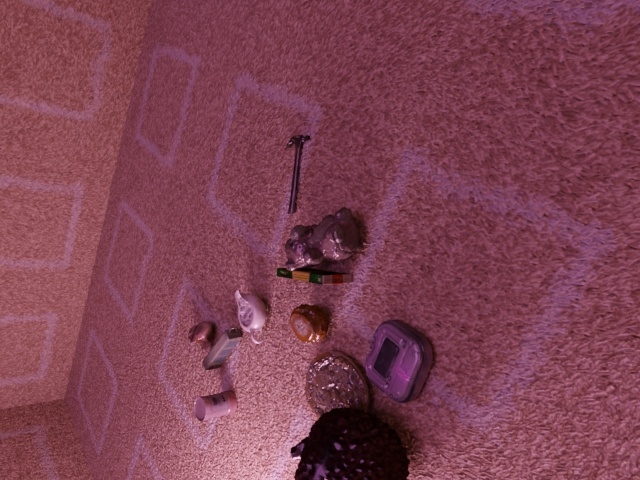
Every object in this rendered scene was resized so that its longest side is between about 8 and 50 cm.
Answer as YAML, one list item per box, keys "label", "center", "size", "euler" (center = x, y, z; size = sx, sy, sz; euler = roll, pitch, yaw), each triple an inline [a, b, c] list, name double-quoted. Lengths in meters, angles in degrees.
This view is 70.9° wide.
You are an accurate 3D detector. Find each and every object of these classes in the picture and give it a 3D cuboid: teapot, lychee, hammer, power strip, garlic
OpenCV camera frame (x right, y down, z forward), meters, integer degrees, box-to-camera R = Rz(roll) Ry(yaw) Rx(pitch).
- label: "teapot"
  center: [-0.264, 0.295, 1.762]
  size: [0.145, 0.092, 0.226]
  euler: [-44, 59, 38]
- label: "lychee"
  center: [0.076, 0.621, 1.244]
  size: [0.331, 0.306, 0.305]
  euler: [15, 100, 10]
- label: "hammer"
  center: [-0.094, -0.244, 1.673]
  size: [0.125, 0.027, 0.296]
  euler: [5, 91, 45]
- label: "power strip"
  center: [-0.421, 0.466, 1.921]
  size: [0.272, 0.078, 0.052]
  euler: [-51, 56, 30]
- label: "garlic"
  center: [-0.553, 0.433, 2.052]
  size: [0.175, 0.099, 0.123]
  euler: [-15, 62, 45]

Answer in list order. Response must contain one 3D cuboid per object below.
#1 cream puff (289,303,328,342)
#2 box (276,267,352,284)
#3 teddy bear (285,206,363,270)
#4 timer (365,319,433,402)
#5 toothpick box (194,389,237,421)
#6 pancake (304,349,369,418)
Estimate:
- label: "cream puff"
  center: [-0.031, 0.278, 1.515]
  size: [0.144, 0.103, 0.126]
  euler: [25, 118, 44]
- label: "box"
  center: [-0.024, 0.117, 1.497]
  size: [0.235, 0.132, 0.034]
  euler: [4, 91, 46]
- label: "teddy bear"
  center: [0.001, 0.001, 1.456]
  size: [0.268, 0.236, 0.151]
  euler: [-9, 123, 34]
- label: "timer"
  center: [0.217, 0.343, 1.280]
  size: [0.191, 0.069, 0.208]
  euler: [30, 109, 46]
- label: "toothpick box"
  center: [-0.436, 0.686, 1.868]
  size: [0.099, 0.149, 0.098]
  euler: [-4, 84, 46]
- label: "pancake"
  center: [0.050, 0.485, 1.454]
  size: [0.283, 0.049, 0.281]
  euler: [-4, 84, 47]
